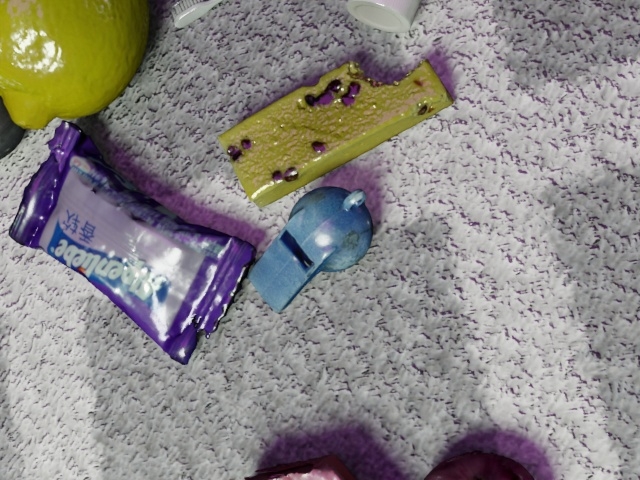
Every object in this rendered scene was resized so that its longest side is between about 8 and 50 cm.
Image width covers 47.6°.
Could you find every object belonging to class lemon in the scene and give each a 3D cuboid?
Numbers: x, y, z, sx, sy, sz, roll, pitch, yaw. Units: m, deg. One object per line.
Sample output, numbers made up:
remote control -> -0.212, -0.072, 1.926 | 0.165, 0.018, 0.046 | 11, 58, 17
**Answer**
lemon -> -0.268, -0.234, 0.746 | 0.184, 0.184, 0.248 | 6, 74, 15

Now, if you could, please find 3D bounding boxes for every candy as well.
candy -> -0.203, 0.000, 0.755 | 0.275, 0.070, 0.145 | 33, 98, 13

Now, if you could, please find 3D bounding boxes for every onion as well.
onion -> 0.137, 0.240, 0.623 | 0.115, 0.115, 0.104 | 1, 127, 15

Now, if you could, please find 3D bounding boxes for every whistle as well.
whistle -> 0.000, 0.000, 0.705 | 0.090, 0.090, 0.158 | 55, 137, 15

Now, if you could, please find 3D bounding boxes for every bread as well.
bread -> 0.013, -0.120, 0.725 | 0.226, 0.049, 0.088 | -29, 76, 8

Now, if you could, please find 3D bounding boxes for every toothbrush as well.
toothbrush -> -0.044, -0.308, 0.783 | 0.276, 0.019, 0.025 | -27, 68, 10

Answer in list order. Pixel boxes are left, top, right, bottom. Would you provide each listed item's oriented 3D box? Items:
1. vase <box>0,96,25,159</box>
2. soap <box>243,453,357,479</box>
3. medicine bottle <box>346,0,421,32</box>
vase -> -0.389, -0.174, 0.812 | 0.120, 0.120, 0.182 | -8, 66, 13
soap -> 0.012, 0.305, 0.638 | 0.162, 0.099, 0.250 | -43, 75, 5
medicine bottle -> 0.099, -0.338, 0.710 | 0.095, 0.095, 0.260 | 19, 86, 16
